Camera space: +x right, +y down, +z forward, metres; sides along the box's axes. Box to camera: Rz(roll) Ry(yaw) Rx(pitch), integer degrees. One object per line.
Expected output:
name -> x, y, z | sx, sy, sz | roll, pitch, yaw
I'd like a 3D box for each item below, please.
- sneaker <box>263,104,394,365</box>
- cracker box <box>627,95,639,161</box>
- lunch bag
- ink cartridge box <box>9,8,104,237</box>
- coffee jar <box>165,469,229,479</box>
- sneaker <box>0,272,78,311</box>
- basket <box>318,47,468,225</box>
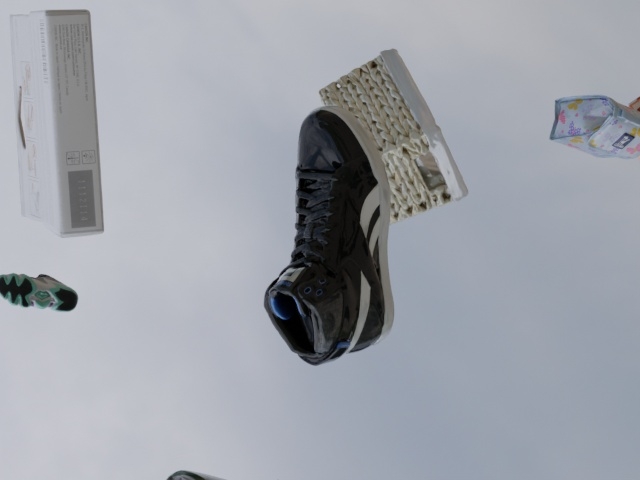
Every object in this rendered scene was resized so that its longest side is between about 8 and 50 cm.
sneaker -> 0.000, 0.000, 1.461 | 0.121, 0.079, 0.216 | -23, -74, -50
cracker box -> 0.482, -0.188, 2.113 | 0.067, 0.232, 0.156 | 56, 180, 10
lunch bag -> 0.270, -0.106, 1.627 | 0.071, 0.083, 0.053 | 17, -103, -38
ink cartridge box -> -0.361, -0.166, 2.348 | 0.066, 0.296, 0.261 | -5, -171, -19
coffee jar -> -0.075, 0.280, 1.682 | 0.079, 0.096, 0.184 | 18, -179, 44
sneaker -> -0.329, 0.055, 1.960 | 0.098, 0.038, 0.069 | 18, -176, -24
basket -> 0.076, -0.110, 1.874 | 0.113, 0.103, 0.167 | 61, -175, -41
